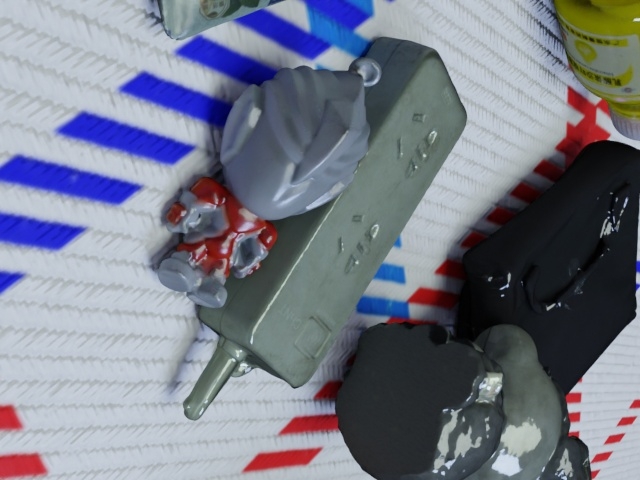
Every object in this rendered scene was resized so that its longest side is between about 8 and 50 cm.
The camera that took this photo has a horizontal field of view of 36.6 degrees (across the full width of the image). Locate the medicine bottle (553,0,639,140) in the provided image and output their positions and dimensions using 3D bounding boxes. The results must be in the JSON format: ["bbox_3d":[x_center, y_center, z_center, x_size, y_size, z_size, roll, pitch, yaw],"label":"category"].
[{"bbox_3d":[0.280,-0.175,0.860,0.122,0.122,0.212,-56,145,-15],"label":"medicine bottle"}]

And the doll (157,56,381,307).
[{"bbox_3d":[-0.029,-0.038,0.568,0.094,0.079,0.180,38,91,-31],"label":"doll"}]

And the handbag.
[{"bbox_3d":[0.230,0.048,0.962,0.275,0.088,0.244,-35,133,-33],"label":"handbag"}]

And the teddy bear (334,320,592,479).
[{"bbox_3d":[0.115,0.135,0.803,0.251,0.171,0.144,22,72,-50],"label":"teddy bear"}]

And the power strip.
[{"bbox_3d":[0.000,0.000,0.644,0.288,0.053,0.093,-58,146,-14],"label":"power strip"}]

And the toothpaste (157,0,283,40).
[{"bbox_3d":[-0.003,-0.168,0.553,0.233,0.038,0.060,-28,129,-39],"label":"toothpaste"}]
